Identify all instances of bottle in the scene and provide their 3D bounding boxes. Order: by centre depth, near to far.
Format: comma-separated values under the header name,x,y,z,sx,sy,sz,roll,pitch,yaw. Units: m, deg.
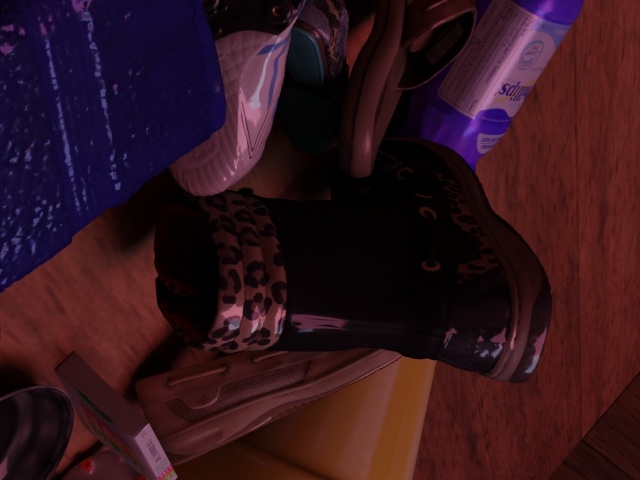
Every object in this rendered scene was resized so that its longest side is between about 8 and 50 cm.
name,x,y,z,sx,sy,sz,roll,pitch,yaw
bottle,0.146,-0.144,1.571,0.283,0.092,0.118,-59,158,19

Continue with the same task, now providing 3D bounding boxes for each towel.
name,x,y,z,sx,sy,sz,roll,pitch,yaw
towel,-0.195,-0.083,1.032,0.308,0.076,0.228,-39,148,-27

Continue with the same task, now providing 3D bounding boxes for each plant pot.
name,x,y,z,sx,sy,sz,roll,pitch,yaw
plant pot,0.000,0.191,1.643,0.239,0.254,0.254,-67,159,-4

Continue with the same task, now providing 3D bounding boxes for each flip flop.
name,x,y,z,sx,sy,sz,roll,pitch,yaw
flip flop,0.085,-0.174,1.345,0.112,0.080,0.277,73,34,-63

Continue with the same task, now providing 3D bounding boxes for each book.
name,x,y,z,sx,sy,sz,roll,pitch,yaw
book,-0.174,0.160,1.409,0.035,0.096,0.144,-45,157,-16

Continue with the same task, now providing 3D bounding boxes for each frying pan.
name,x,y,z,sx,sy,sz,roll,pitch,yaw
frying pan,-0.290,0.161,1.243,0.197,0.053,0.326,-46,156,-14

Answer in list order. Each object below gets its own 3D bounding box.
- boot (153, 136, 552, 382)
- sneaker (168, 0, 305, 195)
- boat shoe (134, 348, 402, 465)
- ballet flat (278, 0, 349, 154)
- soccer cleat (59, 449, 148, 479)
name,x,y,z,sx,sy,sz,roll,pitch,yaw
boot,0.000,0.000,1.369,0.284,0.377,0.138,4,115,-21
sneaker,-0.060,-0.145,1.197,0.086,0.085,0.237,-67,178,-59
boat shoe,-0.025,0.105,1.495,0.302,0.098,0.109,-25,175,-1
ballet flat,0.001,-0.142,1.332,0.070,0.070,0.188,-43,160,-21
soccer cleat,-0.234,0.262,1.504,0.196,0.068,0.076,-37,160,-17
